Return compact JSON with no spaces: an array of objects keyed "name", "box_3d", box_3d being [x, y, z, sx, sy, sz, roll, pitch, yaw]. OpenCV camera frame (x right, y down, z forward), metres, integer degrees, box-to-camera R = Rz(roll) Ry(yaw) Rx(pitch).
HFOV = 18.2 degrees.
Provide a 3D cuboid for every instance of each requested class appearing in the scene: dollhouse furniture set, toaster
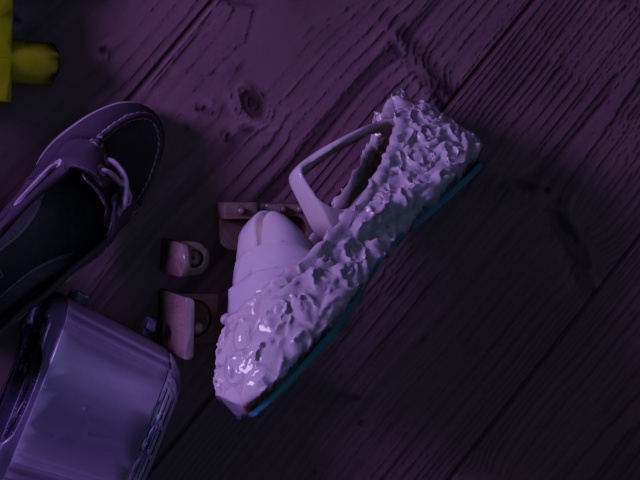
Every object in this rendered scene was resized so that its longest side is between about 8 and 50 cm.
[{"name":"dollhouse furniture set","box_3d":[-0.069,0.036,1.904,0.151,0.123,0.144,1,93,-16]},{"name":"toaster","box_3d":[-0.229,0.166,1.864,0.146,0.129,0.227,22,87,-18]}]

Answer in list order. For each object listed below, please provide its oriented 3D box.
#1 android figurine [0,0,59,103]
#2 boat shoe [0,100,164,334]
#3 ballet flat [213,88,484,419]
[{"name":"android figurine","box_3d":[-0.360,-0.211,1.797,0.273,0.056,0.248,5,86,-38]},{"name":"boat shoe","box_3d":[-0.243,-0.007,1.825,0.335,0.095,0.112,-44,123,-28]},{"name":"ballet flat","box_3d":[0.000,0.000,1.882,0.147,0.147,0.409,52,53,-12]}]
